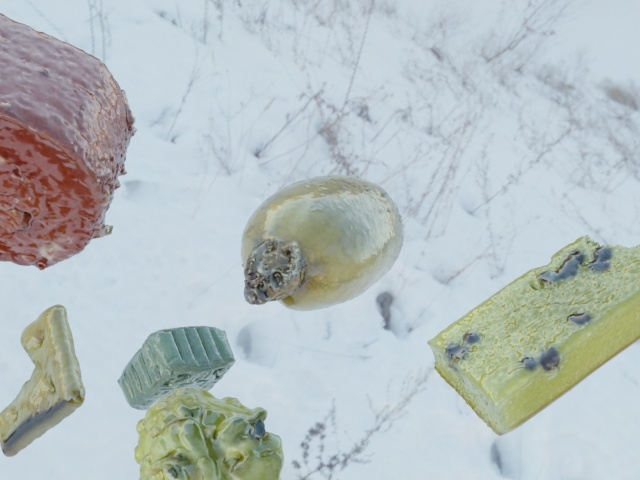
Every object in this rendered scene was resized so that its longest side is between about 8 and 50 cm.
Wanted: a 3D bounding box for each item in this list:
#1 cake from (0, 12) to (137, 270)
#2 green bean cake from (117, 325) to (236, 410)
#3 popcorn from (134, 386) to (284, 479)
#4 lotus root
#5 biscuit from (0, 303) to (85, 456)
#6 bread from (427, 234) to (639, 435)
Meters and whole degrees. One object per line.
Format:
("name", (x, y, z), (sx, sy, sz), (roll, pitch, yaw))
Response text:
("cake", (-0.294, -0.099, 0.572), (0.282, 0.177, 0.151), (27, 38, -22))
("green bean cake", (-0.335, 0.301, 1.592), (0.222, 0.227, 0.125), (-1, 56, -48))
("popcorn", (-0.137, 0.284, 0.866), (0.189, 0.170, 0.218), (3, 46, -21))
("lotus root", (0.000, 0.000, 0.863), (0.169, 0.152, 0.342), (38, 24, 13))
("biscuit", (-0.430, 0.207, 1.026), (0.039, 0.174, 0.184), (28, 33, -53))
("bread", (0.194, 0.047, 0.504), (0.088, 0.226, 0.049), (43, -17, 53))
